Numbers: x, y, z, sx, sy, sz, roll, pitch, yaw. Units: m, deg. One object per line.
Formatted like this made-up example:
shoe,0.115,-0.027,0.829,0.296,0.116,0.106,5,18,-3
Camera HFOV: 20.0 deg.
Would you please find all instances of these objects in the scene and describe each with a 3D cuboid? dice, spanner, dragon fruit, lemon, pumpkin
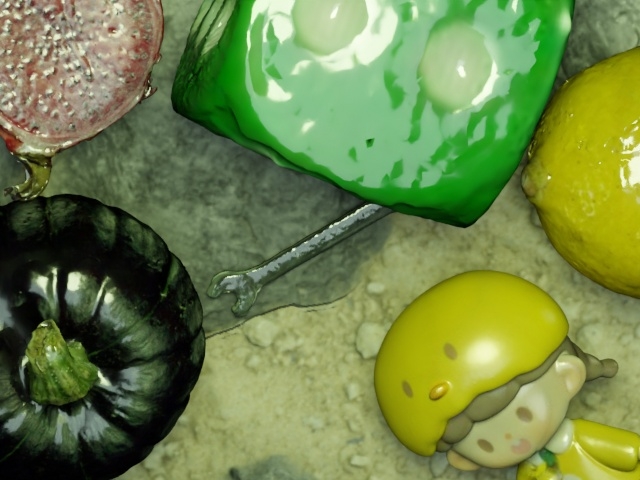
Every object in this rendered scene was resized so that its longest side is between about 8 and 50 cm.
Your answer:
dice,0.049,-0.190,1.671,0.300,0.297,0.287,22,98,-10
spanner,0.000,0.000,1.854,0.254,0.015,0.054,-30,107,2
dragon fruit,-0.264,-0.186,1.727,0.211,0.147,0.282,11,101,-18
lemon,0.337,-0.068,1.750,0.310,0.258,0.258,-3,104,-12
pumpkin,-0.249,0.109,1.723,0.296,0.296,0.296,-1,104,-6

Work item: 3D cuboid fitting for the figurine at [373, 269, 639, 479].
figurine,0.206,0.187,1.828,0.215,0.187,0.343,-38,103,18
